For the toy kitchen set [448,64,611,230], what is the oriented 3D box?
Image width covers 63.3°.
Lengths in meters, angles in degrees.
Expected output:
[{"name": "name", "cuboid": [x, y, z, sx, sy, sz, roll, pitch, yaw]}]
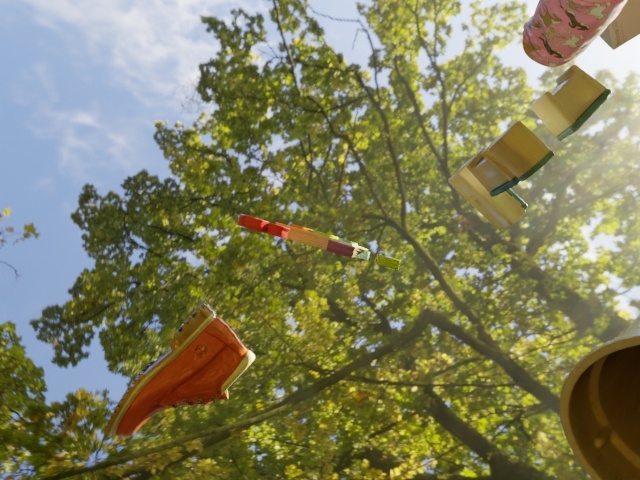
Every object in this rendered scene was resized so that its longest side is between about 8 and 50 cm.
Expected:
[{"name": "toy kitchen set", "cuboid": [0.320, -0.129, 0.778, 0.122, 0.207, 0.166, 45, -100, 2]}]

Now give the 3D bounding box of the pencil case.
[{"name": "pencil case", "cuboid": [0.570, -0.525, 1.176, 0.160, 0.386, 0.167, -27, -97, 10]}]

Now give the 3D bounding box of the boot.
[{"name": "boot", "cuboid": [-0.137, 0.145, 0.508, 0.085, 0.059, 0.158, 44, -90, -8]}]

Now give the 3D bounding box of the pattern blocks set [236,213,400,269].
[{"name": "pattern blocks set", "cuboid": [0.000, 0.000, 0.905, 0.286, 0.325, 0.026, 16, -90, -1]}]

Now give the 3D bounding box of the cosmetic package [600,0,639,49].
[{"name": "cosmetic package", "cuboid": [0.993, -0.773, 1.537, 0.197, 0.366, 0.155, 34, -149, -46]}]

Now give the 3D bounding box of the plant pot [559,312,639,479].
[{"name": "plant pot", "cuboid": [0.538, 0.180, 0.686, 0.333, 0.334, 0.305, 51, -130, 3]}]
